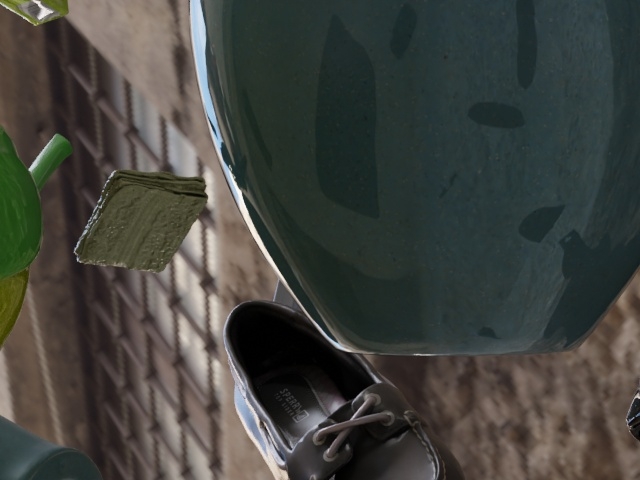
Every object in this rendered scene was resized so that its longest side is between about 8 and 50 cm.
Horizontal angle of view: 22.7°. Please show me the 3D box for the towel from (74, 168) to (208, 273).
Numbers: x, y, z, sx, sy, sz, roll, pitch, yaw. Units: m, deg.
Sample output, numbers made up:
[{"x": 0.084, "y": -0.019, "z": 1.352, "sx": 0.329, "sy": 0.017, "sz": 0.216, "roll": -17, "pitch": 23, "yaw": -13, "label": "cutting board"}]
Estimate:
[{"x": -0.188, "y": -0.021, "z": 1.669, "sx": 0.110, "sy": 0.027, "sz": 0.148, "roll": 9, "pitch": -44, "yaw": -24, "label": "towel"}]

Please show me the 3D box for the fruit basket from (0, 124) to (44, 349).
[{"x": -0.260, "y": 0.097, "z": 0.551, "sx": 0.392, "sy": 0.283, "sz": 0.392, "roll": -8, "pitch": -44, "yaw": -8, "label": "fruit basket"}]

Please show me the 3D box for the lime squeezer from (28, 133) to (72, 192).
[{"x": -0.284, "y": 0.018, "z": 1.118, "sx": 0.310, "sy": 0.110, "sz": 0.059, "roll": -35, "pitch": -35, "yaw": -22, "label": "lime squeezer"}]

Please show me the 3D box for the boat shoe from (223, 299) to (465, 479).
[{"x": 0.000, "y": 0.131, "z": 1.180, "sx": 0.112, "sy": 0.335, "sz": 0.096, "roll": -31, "pitch": -68, "yaw": -11, "label": "boat shoe"}]

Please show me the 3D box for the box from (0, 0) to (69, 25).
[{"x": -0.270, "y": -0.289, "z": 1.388, "sx": 0.042, "sy": 0.178, "sz": 0.109, "roll": -16, "pitch": -20, "yaw": 21, "label": "box"}]

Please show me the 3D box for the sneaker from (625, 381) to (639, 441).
[{"x": 0.219, "y": 0.069, "z": 0.899, "sx": 0.106, "sy": 0.234, "sz": 0.078, "roll": -21, "pitch": -54, "yaw": 20, "label": "sneaker"}]

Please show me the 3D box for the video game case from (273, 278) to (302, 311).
[{"x": 0.000, "y": 0.000, "z": 1.773, "sx": 0.193, "sy": 0.023, "sz": 0.212, "roll": -35, "pitch": -38, "yaw": -68, "label": "video game case"}]

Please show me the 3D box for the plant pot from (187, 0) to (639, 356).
[{"x": 0.073, "y": -0.038, "z": 0.873, "sx": 0.290, "sy": 0.290, "sz": 0.196, "roll": 0, "pitch": -91, "yaw": -34, "label": "plant pot"}]

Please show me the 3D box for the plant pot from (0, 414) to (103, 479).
[{"x": -0.338, "y": 0.261, "z": 1.430, "sx": 0.271, "sy": 0.255, "sz": 0.272, "roll": 3, "pitch": -90, "yaw": -67, "label": "plant pot"}]
